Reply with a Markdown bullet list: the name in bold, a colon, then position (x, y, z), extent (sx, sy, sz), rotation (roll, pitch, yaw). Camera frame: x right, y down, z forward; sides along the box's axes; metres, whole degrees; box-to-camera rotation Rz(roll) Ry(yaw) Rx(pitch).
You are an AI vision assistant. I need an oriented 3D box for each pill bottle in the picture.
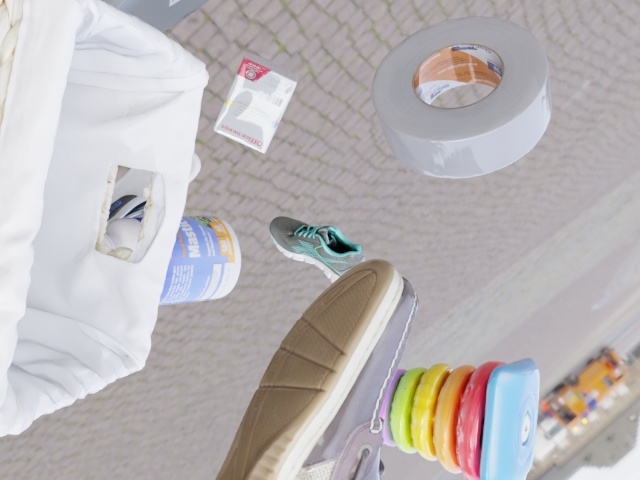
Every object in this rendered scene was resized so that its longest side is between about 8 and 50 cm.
- **pill bottle**: position (-0.283, 0.035, 1.573), extent (0.272, 0.152, 0.152), rotation (-3, 140, -43)

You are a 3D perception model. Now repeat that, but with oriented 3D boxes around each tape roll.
- **tape roll**: position (0.178, -0.183, 1.176), extent (0.219, 0.219, 0.072), rotation (-38, 140, -12)

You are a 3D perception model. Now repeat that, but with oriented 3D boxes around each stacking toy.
- **stacking toy**: position (0.131, 0.226, 1.252), extent (0.175, 0.302, 0.165), rotation (2, 93, -62)

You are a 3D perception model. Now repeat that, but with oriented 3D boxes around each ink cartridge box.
- **ink cartridge box**: position (-0.141, -0.303, 2.059), extent (0.127, 0.128, 0.176), rotation (-86, -158, -74)

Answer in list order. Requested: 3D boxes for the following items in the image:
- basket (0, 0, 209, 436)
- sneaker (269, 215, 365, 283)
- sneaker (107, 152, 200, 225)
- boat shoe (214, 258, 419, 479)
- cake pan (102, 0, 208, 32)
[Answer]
- **basket**: position (-0.288, -0.046, 0.805), extent (0.331, 0.266, 0.328), rotation (-9, 111, -82)
- **sneaker**: position (0.000, 0.000, 1.331), extent (0.065, 0.166, 0.076), rotation (-47, 156, -36)
- **sneaker**: position (-0.300, -0.099, 1.651), extent (0.217, 0.079, 0.121), rotation (-28, 179, 8)
- **boat shoe**: position (-0.005, 0.150, 0.624), extent (0.285, 0.092, 0.103), rotation (-62, -158, -11)
- **cake pan**: position (-0.186, -0.315, 1.120), extent (0.293, 0.054, 0.293), rotation (-35, -177, 2)
